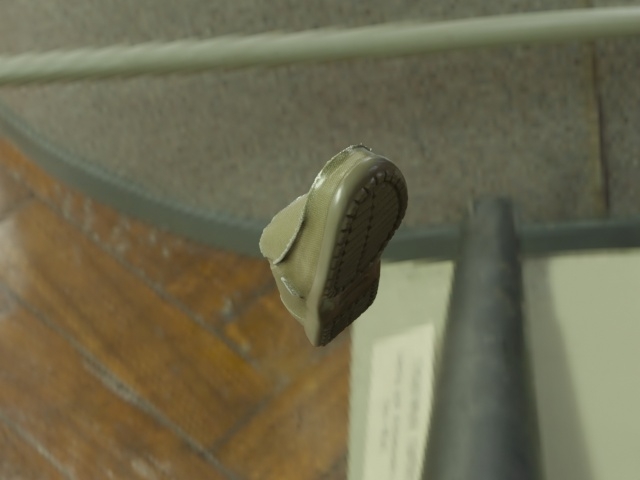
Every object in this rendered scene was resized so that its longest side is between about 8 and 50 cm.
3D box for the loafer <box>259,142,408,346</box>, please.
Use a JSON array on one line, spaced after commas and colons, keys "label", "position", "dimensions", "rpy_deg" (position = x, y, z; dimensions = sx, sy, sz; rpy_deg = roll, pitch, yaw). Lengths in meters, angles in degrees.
[{"label": "loafer", "position": [0.000, 0.000, 0.858], "dimensions": [0.050, 0.148, 0.056], "rpy_deg": [41, 64, 14]}]
